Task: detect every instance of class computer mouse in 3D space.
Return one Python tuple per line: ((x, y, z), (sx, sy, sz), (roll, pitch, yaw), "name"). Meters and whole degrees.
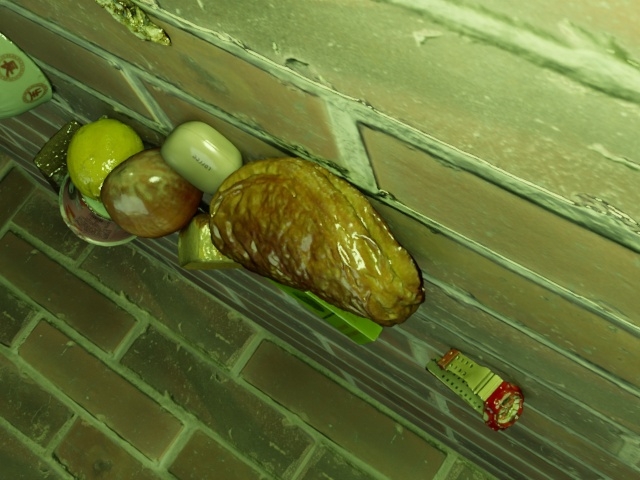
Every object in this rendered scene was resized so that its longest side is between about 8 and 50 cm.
((-0.221, -0.147, 1.484), (0.145, 0.082, 0.236), (39, 165, -16), "computer mouse")

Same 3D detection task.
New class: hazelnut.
((-0.342, -0.100, 1.656), (0.176, 0.214, 0.214), (56, 175, 23), "hazelnut")

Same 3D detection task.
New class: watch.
((0.312, 0.299, 1.733), (0.268, 0.102, 0.165), (36, 163, 41), "watch")

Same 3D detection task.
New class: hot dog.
((0.000, 0.000, 1.271), (0.387, 0.174, 0.267), (20, 163, 37), "hot dog")

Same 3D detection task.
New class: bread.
((-0.681, -0.196, 2.264), (0.113, 0.165, 0.416), (36, 168, 1), "bread")
((-0.206, 0.003, 1.771), (0.184, 0.114, 0.274), (-1, 177, -18), "bread")

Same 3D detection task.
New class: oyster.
((-0.268, -0.316, 1.125), (0.086, 0.029, 0.132), (30, 170, 48), "oyster")

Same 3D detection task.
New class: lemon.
((-0.466, -0.171, 1.767), (0.173, 0.206, 0.173), (3, 147, 2), "lemon")

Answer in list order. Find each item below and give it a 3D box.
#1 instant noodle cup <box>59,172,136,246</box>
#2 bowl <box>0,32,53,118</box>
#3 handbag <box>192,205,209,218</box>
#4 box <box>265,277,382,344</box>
((-0.512, -0.120, 1.992), (0.243, 0.243, 0.231), (38, 160, -11), "instant noodle cup")
((-0.807, -0.378, 1.871), (0.337, 0.157, 0.337), (26, 159, 11), "bowl")
((-0.303, -0.036, 2.090), (0.216, 0.074, 0.203), (40, 166, -11), "handbag")
((-0.006, 0.149, 2.057), (0.335, 0.047, 0.187), (35, 167, -2), "box")
